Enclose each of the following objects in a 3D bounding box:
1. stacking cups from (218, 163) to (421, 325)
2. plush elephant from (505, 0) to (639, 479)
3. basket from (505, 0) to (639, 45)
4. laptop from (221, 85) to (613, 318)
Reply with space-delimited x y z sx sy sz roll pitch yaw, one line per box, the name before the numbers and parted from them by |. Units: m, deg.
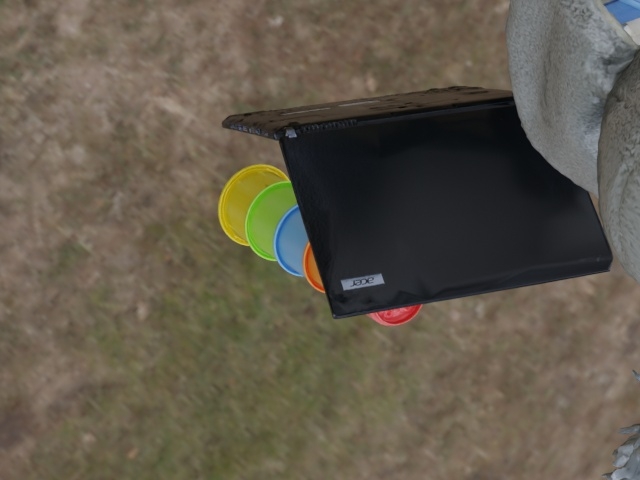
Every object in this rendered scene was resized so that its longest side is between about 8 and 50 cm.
stacking cups | 0.000 0.000 1.581 0.096 0.316 0.096 -9 109 -26
plush elephant | 0.215 -0.026 0.624 0.330 0.272 0.255 -39 139 3
basket | 0.246 -0.251 1.220 0.289 0.201 0.255 42 60 -21
laptop | 0.070 -0.043 1.251 0.234 0.264 0.136 -8 100 -18
